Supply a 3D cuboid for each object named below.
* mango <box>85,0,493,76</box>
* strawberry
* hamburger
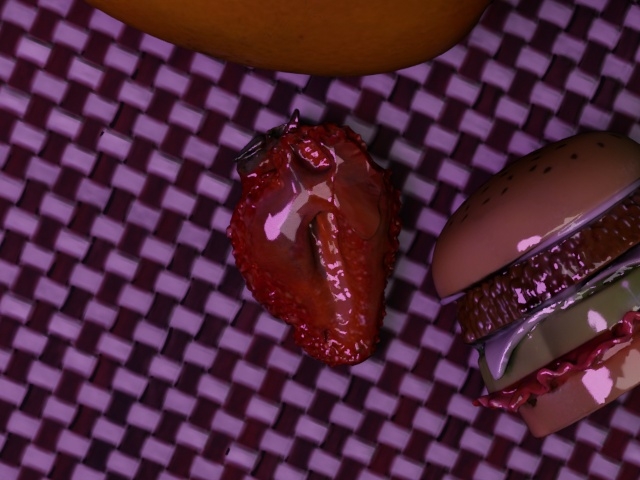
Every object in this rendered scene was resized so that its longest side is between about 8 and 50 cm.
[{"bbox_3d":[-0.032,-0.199,1.010,0.317,0.173,0.211,14,96,0],"label":"mango"},{"bbox_3d":[0.000,0.000,1.098,0.104,0.048,0.152,-18,95,2],"label":"strawberry"},{"bbox_3d":[0.141,0.015,1.059,0.175,0.175,0.137,-31,87,0],"label":"hamburger"}]
